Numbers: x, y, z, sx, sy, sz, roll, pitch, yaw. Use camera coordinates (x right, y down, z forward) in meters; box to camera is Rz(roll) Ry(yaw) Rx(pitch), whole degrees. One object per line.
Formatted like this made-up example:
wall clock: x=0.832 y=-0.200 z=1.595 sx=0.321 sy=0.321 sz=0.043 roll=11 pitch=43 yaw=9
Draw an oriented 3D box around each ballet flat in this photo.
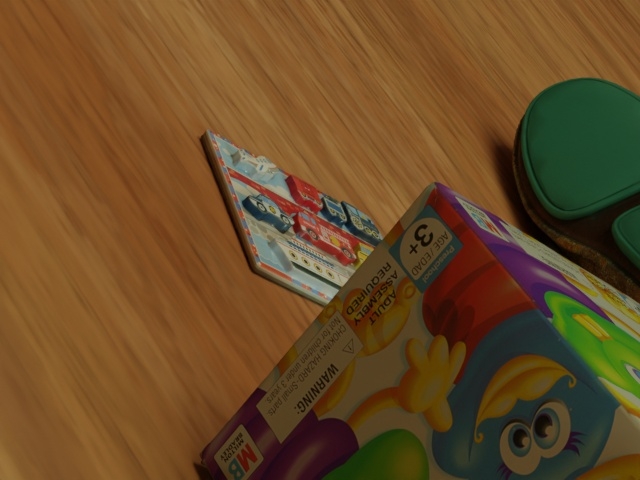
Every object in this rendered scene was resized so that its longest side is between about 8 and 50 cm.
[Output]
ballet flat: x=0.214 y=0.007 z=1.139 sx=0.123 sy=0.123 sz=0.348 roll=36 pitch=12 yaw=-27

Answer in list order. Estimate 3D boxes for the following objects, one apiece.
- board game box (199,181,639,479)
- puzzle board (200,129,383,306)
board game box: x=0.100 y=0.130 z=0.580 sx=0.144 sy=0.142 sz=0.275 roll=28 pitch=18 yaw=-41
puzzle board: x=0.000 y=0.000 z=0.873 sx=0.128 sy=0.011 sz=0.096 roll=27 pitch=28 yaw=-41
